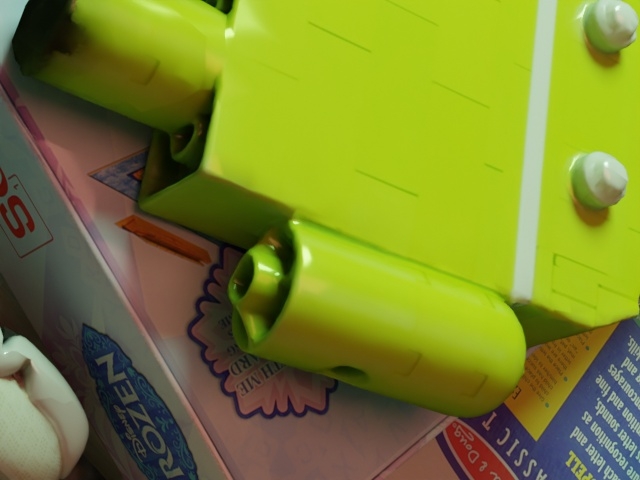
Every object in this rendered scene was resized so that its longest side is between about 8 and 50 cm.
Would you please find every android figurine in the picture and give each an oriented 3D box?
[{"bbox_3d":[0.037,-0.063,0.505,0.273,0.056,0.248,22,64,-27],"label":"android figurine"}]

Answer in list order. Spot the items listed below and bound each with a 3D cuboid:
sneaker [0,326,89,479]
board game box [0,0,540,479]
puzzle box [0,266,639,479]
[{"bbox_3d":[-0.213,0.031,0.430,0.292,0.110,0.118,23,69,-17],"label":"sneaker"},{"bbox_3d":[-0.004,-0.094,0.561,0.319,0.066,0.318,-33,96,-38],"label":"board game box"},{"bbox_3d":[0.000,0.000,0.612,0.409,0.052,0.272,50,52,-9],"label":"puzzle box"}]
